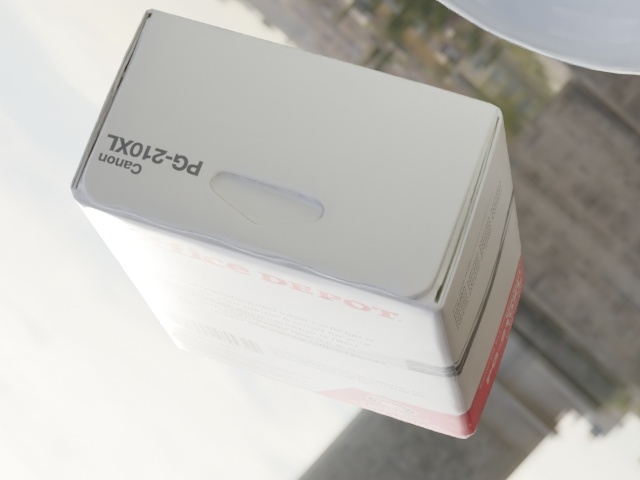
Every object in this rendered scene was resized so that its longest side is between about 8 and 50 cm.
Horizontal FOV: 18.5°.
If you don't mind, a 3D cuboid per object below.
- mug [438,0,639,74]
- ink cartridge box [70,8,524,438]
[{"bbox_3d":[0.156,-0.192,0.647,0.276,0.328,0.374,20,151,34],"label":"mug"},{"bbox_3d":[0.000,0.000,0.938,0.172,0.100,0.237,17,164,13],"label":"ink cartridge box"}]
